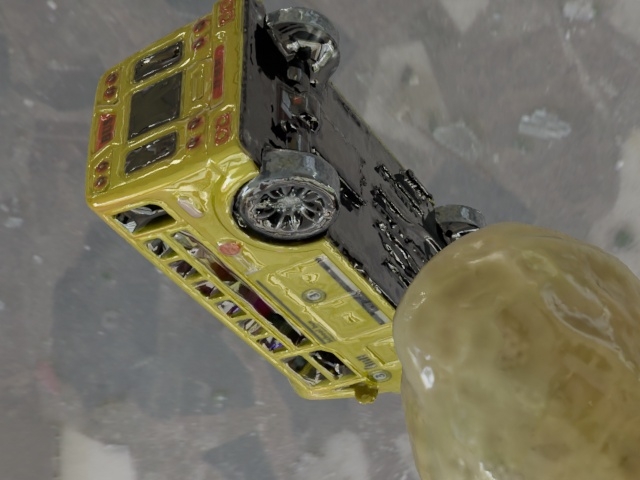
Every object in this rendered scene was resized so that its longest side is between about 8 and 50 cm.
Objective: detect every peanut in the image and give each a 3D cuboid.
[{"bbox_3d":[0.147,0.123,0.556,0.313,0.149,0.149,43,88,-9],"label":"peanut"}]

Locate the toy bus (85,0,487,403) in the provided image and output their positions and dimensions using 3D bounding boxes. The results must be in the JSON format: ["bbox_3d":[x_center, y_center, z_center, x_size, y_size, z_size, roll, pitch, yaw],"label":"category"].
[{"bbox_3d":[0.000,0.000,0.872,0.151,0.331,0.145,-22,47,22],"label":"toy bus"}]
